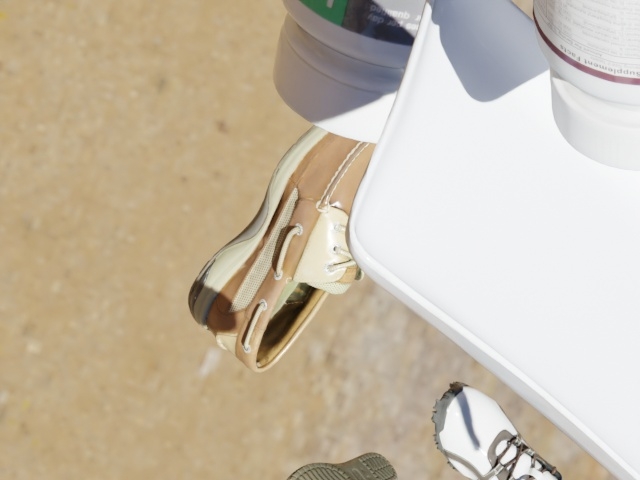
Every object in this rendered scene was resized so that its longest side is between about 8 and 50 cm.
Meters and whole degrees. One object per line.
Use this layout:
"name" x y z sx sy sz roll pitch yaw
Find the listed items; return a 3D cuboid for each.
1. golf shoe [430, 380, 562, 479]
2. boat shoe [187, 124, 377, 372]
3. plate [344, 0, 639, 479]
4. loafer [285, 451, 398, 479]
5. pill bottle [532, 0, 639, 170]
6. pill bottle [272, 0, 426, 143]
"golf shoe" 0.179 0.206 1.733 0.077 0.094 0.198 -51 121 -23
"boat shoe" 0.000 0.000 1.856 0.122 0.120 0.324 -2 137 -49
"plate" 0.134 -0.001 1.108 0.045 0.278 0.277 -35 -156 39
"loafer" 0.015 0.240 1.775 0.148 0.056 0.050 -4 137 -47
"pill bottle" 0.169 -0.146 0.964 0.121 0.121 0.221 -57 154 -34
"pill bottle" 0.077 -0.277 1.632 0.204 0.204 0.361 -44 155 -52
